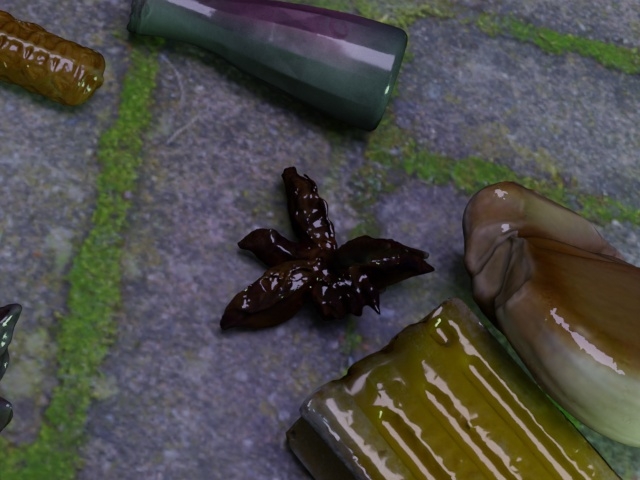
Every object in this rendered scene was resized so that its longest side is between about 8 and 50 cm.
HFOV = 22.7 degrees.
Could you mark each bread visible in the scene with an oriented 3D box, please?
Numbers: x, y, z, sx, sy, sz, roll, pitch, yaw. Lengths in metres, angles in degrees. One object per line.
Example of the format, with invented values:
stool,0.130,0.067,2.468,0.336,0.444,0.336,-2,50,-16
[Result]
bread,-0.239,-0.148,1.210,0.157,0.044,0.052,22,52,-6

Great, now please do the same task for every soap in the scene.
soap,0.116,0.182,1.112,0.160,0.080,0.257,-32,75,-31

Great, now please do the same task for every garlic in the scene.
garlic,0.212,0.070,1.180,0.228,0.110,0.217,17,29,-19

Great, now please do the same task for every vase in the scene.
vase,-0.044,-0.159,1.269,0.214,0.086,0.086,18,55,-3

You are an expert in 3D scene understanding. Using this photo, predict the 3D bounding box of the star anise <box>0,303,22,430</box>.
star anise,-0.272,0.118,0.983,0.230,0.081,0.262,-32,49,-17

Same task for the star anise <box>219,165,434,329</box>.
star anise,0.010,0.001,1.153,0.141,0.144,0.158,26,55,7
